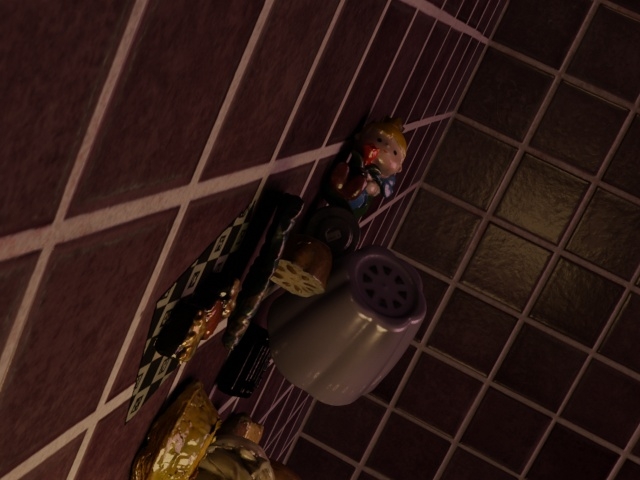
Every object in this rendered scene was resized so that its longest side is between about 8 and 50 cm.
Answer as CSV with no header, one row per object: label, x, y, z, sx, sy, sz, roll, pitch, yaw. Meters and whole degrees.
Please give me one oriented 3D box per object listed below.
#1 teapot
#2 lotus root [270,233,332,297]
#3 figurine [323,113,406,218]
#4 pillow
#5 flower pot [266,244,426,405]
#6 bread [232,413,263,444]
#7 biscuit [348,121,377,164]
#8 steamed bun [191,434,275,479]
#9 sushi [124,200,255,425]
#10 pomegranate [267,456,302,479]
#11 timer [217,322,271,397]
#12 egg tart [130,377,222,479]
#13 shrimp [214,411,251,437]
teapot,0.010,0.001,1.864,0.108,0.111,0.149,-148,-102,-79
lotus root,-0.040,0.040,1.667,0.122,0.112,0.081,-17,-132,56
figurine,0.098,-0.164,1.876,0.234,0.127,0.185,-51,161,-10
pillow,-0.090,0.044,1.461,0.255,0.034,0.189,-64,-171,3
flower pot,0.065,0.140,1.774,0.243,0.265,0.265,-49,-177,42
bread,-0.189,0.453,2.154,0.125,0.082,0.106,50,57,-70
biscuit,0.073,-0.121,2.075,0.295,0.044,0.186,-66,173,22
steamed bun,-0.172,0.504,1.677,0.268,0.207,0.280,-39,152,-14
sushi,-0.162,0.110,1.347,0.290,0.050,0.264,-52,167,-53
pomegranate,-0.153,0.685,2.210,0.342,0.343,0.342,-60,171,-16
timer,-0.143,0.238,1.856,0.144,0.055,0.187,-64,167,-7
egg tart,-0.227,0.331,1.534,0.212,0.090,0.212,-61,175,-8
shrimp,-0.233,0.423,1.836,0.154,0.062,0.294,-42,173,30
